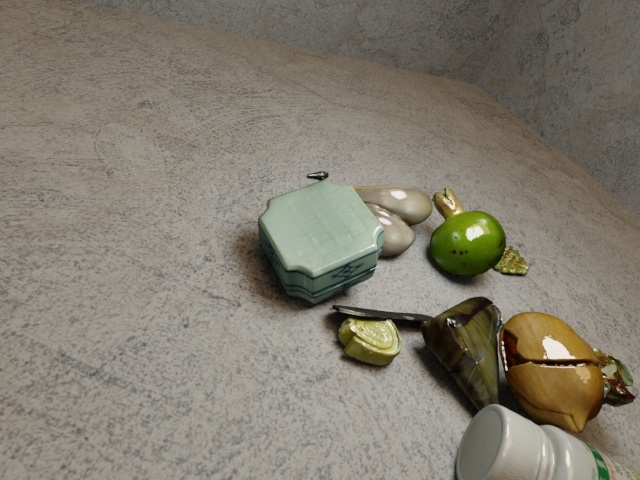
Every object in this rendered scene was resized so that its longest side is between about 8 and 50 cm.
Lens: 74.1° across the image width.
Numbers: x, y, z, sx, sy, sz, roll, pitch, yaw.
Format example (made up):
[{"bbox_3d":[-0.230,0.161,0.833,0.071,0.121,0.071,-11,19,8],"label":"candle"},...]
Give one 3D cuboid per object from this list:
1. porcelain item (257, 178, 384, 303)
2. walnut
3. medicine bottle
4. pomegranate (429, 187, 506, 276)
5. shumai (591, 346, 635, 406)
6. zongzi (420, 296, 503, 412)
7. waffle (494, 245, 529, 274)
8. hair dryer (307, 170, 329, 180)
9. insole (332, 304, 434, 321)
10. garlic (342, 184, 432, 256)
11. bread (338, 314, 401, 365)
[{"bbox_3d":[0.000,0.000,1.103,0.281,0.157,0.286,-23,55,-18],"label":"porcelain item"},{"bbox_3d":[0.515,0.290,0.948,0.203,0.203,0.298,16,33,-13],"label":"walnut"},{"bbox_3d":[0.458,0.481,0.820,0.339,0.208,0.208,29,38,3],"label":"medicine bottle"},{"bbox_3d":[0.460,-0.031,1.371,0.236,0.236,0.302,-11,79,-38],"label":"pomegranate"},{"bbox_3d":[0.649,0.347,1.079,0.255,0.218,0.189,-13,65,-38],"label":"shumai"},{"bbox_3d":[0.415,0.303,1.080,0.286,0.138,0.300,-10,64,-47],"label":"zongzi"},{"bbox_3d":[0.676,0.060,1.560,0.183,0.036,0.169,9,40,-22],"label":"waffle"},{"bbox_3d":[0.000,-0.210,1.500,0.079,0.031,0.083,-8,57,-21],"label":"hair dryer"},{"bbox_3d":[0.166,0.188,1.093,0.309,0.012,0.110,10,-3,-24],"label":"insole"},{"bbox_3d":[0.229,-0.061,1.370,0.340,0.245,0.232,7,84,-45],"label":"garlic"},{"bbox_3d":[0.117,0.237,1.022,0.156,0.064,0.117,17,35,-10],"label":"bread"}]
